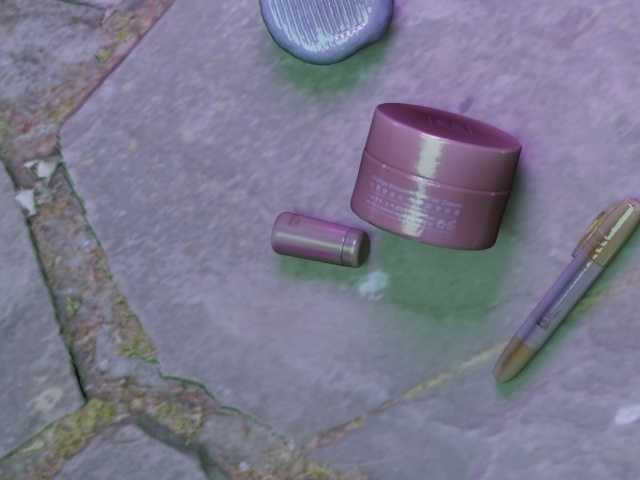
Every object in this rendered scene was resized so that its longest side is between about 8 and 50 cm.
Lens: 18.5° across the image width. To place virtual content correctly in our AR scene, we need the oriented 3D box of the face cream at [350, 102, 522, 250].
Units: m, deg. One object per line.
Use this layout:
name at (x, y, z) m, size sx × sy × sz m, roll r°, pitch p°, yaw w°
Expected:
face cream at (0.112, -0.063, 1.909) m, size 0.149 × 0.149 × 0.104 m, roll 20°, pitch 106°, yaw 20°

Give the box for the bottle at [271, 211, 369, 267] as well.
bottle at (0.000, 0.000, 2.023) m, size 0.096 × 0.045 × 0.045 m, roll 12°, pitch 102°, yaw 20°

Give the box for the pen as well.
pen at (0.239, 0.048, 1.935) m, size 0.233 × 0.032 × 0.040 m, roll -53°, pitch 53°, yaw 21°

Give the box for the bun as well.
bun at (0.007, -0.247, 1.968) m, size 0.140 × 0.083 × 0.141 m, roll 2°, pitch 99°, yaw 13°
